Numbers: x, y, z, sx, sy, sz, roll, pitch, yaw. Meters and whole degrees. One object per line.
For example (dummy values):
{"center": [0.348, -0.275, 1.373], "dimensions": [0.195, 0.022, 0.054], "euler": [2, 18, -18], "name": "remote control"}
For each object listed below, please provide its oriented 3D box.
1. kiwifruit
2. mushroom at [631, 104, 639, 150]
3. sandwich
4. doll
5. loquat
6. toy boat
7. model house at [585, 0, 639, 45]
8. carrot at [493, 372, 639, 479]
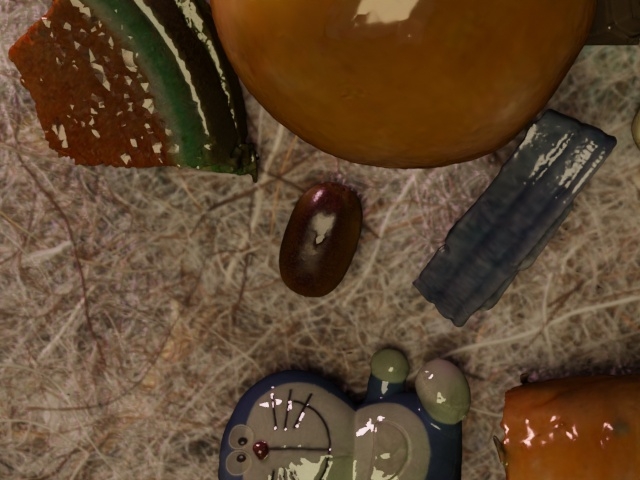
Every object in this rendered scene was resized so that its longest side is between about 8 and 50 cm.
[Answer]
{"center": [0.000, 0.000, 1.252], "dimensions": [0.075, 0.075, 0.124], "euler": [18, 108, 6], "name": "kiwifruit"}
{"center": [0.331, -0.104, 1.143], "dimensions": [0.083, 0.067, 0.084], "euler": [7, 114, 17], "name": "mushroom"}
{"center": [-0.192, -0.172, 1.217], "dimensions": [0.212, 0.109, 0.292], "euler": [-7, 107, 14], "name": "sandwich"}
{"center": [0.021, 0.225, 1.284], "dimensions": [0.258, 0.154, 0.228], "euler": [3, 76, 4], "name": "doll"}
{"center": [0.069, -0.217, 1.033], "dimensions": [0.328, 0.328, 0.328], "euler": [4, 109, 11], "name": "loquat"}
{"center": [0.179, -0.022, 1.127], "dimensions": [0.078, 0.127, 0.283], "euler": [40, 145, 8], "name": "toy boat"}
{"center": [0.310, -0.242, 1.078], "dimensions": [0.248, 0.180, 0.176], "euler": [-24, 60, 45], "name": "model house"}
{"center": [0.352, 0.229, 1.171], "dimensions": [0.340, 0.224, 0.224], "euler": [-6, 107, 18], "name": "carrot"}
